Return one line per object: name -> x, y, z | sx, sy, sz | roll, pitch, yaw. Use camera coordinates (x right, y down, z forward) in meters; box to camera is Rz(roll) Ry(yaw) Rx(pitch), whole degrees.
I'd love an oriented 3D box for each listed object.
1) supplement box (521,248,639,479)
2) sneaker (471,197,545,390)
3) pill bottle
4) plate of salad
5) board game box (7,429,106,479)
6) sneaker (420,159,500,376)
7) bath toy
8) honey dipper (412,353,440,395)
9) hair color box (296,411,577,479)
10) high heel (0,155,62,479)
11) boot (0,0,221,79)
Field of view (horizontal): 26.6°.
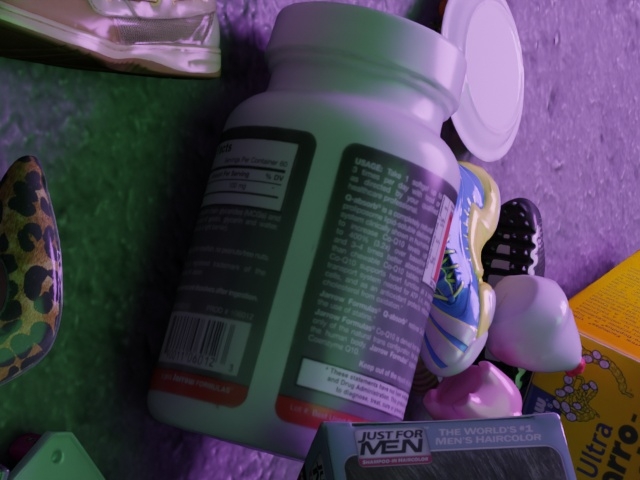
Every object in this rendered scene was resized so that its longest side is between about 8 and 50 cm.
supplement box -> 0.399, 0.156, 1.594 | 0.356, 0.195, 0.194 | -26, 134, -52
sneaker -> 0.222, 0.065, 1.526 | 0.106, 0.078, 0.234 | -9, 106, -53
pill bottle -> 0.000, 0.000, 1.136 | 0.210, 0.210, 0.363 | 27, 75, -49
plate of salad -> 0.166, -0.183, 1.441 | 0.199, 0.048, 0.200 | 7, 81, -57
board game box -> -0.240, 0.406, 1.030 | 0.390, 0.050, 0.390 | -51, 131, -33
sneaker -> 0.112, 0.014, 1.370 | 0.126, 0.091, 0.240 | 34, 50, -36
bath toy -> 0.152, 0.194, 1.373 | 0.129, 0.151, 0.348 | 45, 71, -25
honey dipper -> 0.086, 0.090, 1.400 | 0.030, 0.030, 0.161 | -44, 123, -38
hair color box -> 0.060, 0.277, 1.097 | 0.185, 0.374, 0.114 | -1, 55, -14
high heel -> -0.276, 0.052, 0.911 | 0.186, 0.093, 0.261 | 18, 80, -43
boot -> -0.162, -0.229, 0.995 | 0.262, 0.095, 0.204 | 1, 95, -52
